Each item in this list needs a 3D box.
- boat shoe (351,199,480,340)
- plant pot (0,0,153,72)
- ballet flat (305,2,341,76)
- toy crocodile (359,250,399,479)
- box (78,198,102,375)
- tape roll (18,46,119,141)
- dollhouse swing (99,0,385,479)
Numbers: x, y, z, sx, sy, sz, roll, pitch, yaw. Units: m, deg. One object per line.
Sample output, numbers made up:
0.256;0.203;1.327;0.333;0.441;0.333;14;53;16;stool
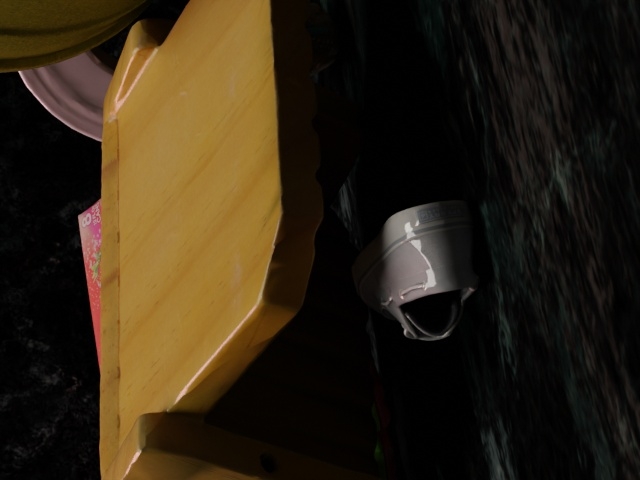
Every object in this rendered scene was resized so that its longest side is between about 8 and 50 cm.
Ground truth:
0.064;0.029;1.151;0.184;0.066;0.063;126;135;-69;boat shoe
-0.161;-0.316;1.175;0.353;0.367;0.366;-12;88;60;plant pot
-0.017;-0.156;1.550;0.206;0.067;0.073;-134;37;-85;ballet flat
0.020;0.150;1.690;0.115;0.105;0.340;-108;4;-57;toy crocodile
-0.083;0.089;1.533;0.154;0.142;0.300;-33;59;41;box
-0.175;-0.238;1.890;0.100;0.286;0.286;-117;17;-75;tape roll
0.000;0.000;1.321;0.305;0.315;0.346;-34;47;40;dollhouse swing
